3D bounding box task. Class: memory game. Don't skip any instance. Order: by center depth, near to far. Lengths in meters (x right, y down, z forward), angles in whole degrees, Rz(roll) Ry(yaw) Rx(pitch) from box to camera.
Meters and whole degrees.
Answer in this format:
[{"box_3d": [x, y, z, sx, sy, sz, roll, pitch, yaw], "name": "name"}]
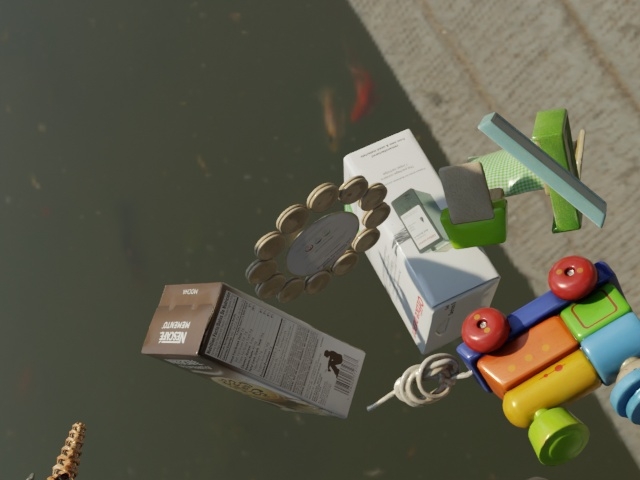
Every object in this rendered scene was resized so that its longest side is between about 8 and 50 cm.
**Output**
[{"box_3d": [0.000, 0.000, 1.143, 0.012, 0.186, 0.186, 51, 127, 30], "name": "memory game"}]

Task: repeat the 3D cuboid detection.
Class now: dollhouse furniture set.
[{"box_3d": [0.286, -0.131, 1.560, 0.198, 0.301, 0.151, -9, 114, 21], "name": "dollhouse furniture set"}]

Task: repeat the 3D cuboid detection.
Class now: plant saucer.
[{"box_3d": [0.274, -0.090, 1.271, 0.192, 0.067, 0.018, 39, 114, 1], "name": "plant saucer"}]

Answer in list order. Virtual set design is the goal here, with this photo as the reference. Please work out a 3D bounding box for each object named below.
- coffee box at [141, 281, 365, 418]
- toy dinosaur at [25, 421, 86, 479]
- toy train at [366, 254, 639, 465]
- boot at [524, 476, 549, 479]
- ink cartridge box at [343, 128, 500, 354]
[{"box_3d": [-0.102, 0.174, 1.627, 0.168, 0.297, 0.119, -5, 62, 52], "name": "coffee box"}, {"box_3d": [-0.439, 0.466, 1.690, 0.164, 0.322, 0.218, 42, 165, -10], "name": "toy dinosaur"}, {"box_3d": [0.172, 0.134, 0.889, 0.248, 0.105, 0.143, -32, 43, 4], "name": "toy train"}, {"box_3d": [0.318, 0.413, 1.510, 0.244, 0.176, 0.088, -152, 53, -69], "name": "boot"}, {"box_3d": [0.151, 0.007, 1.649, 0.289, 0.121, 0.211, 62, 169, 23], "name": "ink cartridge box"}]
